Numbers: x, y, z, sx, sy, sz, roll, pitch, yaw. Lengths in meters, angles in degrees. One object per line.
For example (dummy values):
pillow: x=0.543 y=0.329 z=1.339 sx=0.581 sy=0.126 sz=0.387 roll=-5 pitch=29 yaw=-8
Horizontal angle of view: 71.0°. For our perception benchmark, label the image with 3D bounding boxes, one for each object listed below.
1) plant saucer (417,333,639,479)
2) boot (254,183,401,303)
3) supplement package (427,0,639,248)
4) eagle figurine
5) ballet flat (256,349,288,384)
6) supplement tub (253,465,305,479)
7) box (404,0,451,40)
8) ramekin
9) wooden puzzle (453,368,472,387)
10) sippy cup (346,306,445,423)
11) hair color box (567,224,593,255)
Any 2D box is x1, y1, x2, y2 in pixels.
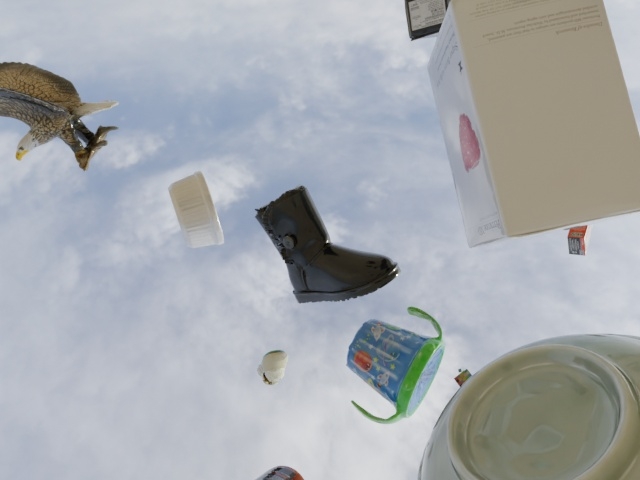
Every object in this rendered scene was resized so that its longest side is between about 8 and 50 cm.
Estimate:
plant saucer: x=0.265 y=0.231 z=0.522 sx=0.400 sy=0.400 sz=0.101 roll=-45 pitch=-74 yaw=-25
boot: x=0.000 y=0.000 z=0.792 sx=0.246 sy=0.207 sz=0.094 roll=-15 pitch=-166 yaw=45
supplement package: x=0.268 y=-0.152 z=0.593 sx=0.175 sy=0.177 sz=0.293 roll=-12 pitch=-96 yaw=3
eagle figurine: x=-0.616 y=-0.276 z=0.964 sx=0.226 sy=0.298 sz=0.225 roll=-8 pitch=-131 yaw=51
ballet flat: x=-0.143 y=0.397 z=1.371 sx=0.086 sy=0.248 sz=0.086 roll=5 pitch=-116 yaw=-11
supplement tub: x=-0.097 y=0.455 z=0.747 sx=0.105 sy=0.198 sz=0.106 roll=-4 pitch=-102 yaw=18
box: x=0.328 y=-0.432 z=0.782 sx=0.307 sy=0.077 sz=0.242 roll=-3 pitch=-158 yaw=30
ramekin: x=-0.439 y=-0.098 z=1.568 sx=0.127 sy=0.273 sz=0.273 roll=-18 pitch=-127 yaw=-15
wooden puzzle: x=0.423 y=0.407 z=1.310 sx=0.049 sy=0.006 sz=0.083 roll=-41 pitch=-147 yaw=5
sippy cup: x=0.204 y=0.343 z=1.285 sx=0.223 sy=0.240 sz=0.305 roll=26 pitch=-148 yaw=28
hair color box: x=0.717 y=-0.034 z=1.230 sx=0.043 sy=0.072 sz=0.141 roll=7 pitch=-129 yaw=39
